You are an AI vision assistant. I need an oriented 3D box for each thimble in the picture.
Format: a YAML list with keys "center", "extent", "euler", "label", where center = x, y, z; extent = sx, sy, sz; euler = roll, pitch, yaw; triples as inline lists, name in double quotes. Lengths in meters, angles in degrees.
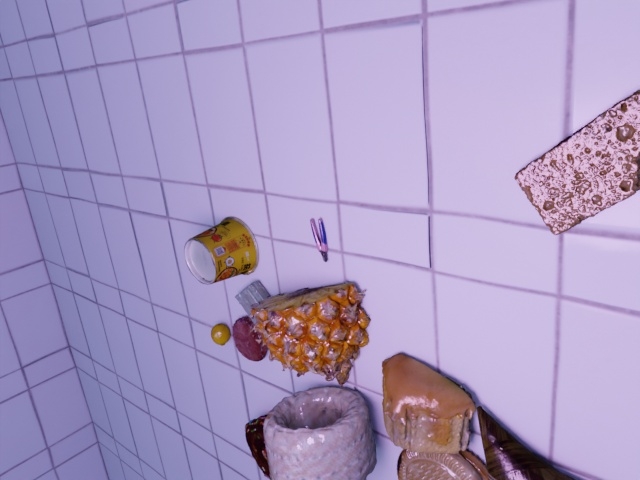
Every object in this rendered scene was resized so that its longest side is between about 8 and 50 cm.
- center: [-0.007, 0.507, 1.355]
  extent: [0.292, 0.292, 0.195]
  euler: [0, 102, 44]
  label: "thimble"

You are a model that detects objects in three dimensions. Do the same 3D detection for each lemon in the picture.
- center: [-0.323, 0.305, 1.723]
  extent: [0.062, 0.062, 0.083]
  euler: [16, 123, 38]
  label: "lemon"

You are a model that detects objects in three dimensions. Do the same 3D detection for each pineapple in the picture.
- center: [-0.035, 0.275, 1.327]
  extent: [0.344, 0.209, 0.286]
  euler: [-14, 98, 45]
  label: "pineapple"

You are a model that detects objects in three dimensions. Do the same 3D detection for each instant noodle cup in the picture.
- center: [-0.287, 0.038, 1.508]
  extent: [0.182, 0.144, 0.182]
  euler: [19, 121, 36]
  label: "instant noodle cup"

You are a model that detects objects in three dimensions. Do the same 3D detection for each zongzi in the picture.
- center: [0.438, 0.449, 1.043]
  extent: [0.248, 0.111, 0.241]
  euler: [-14, 86, 39]
  label: "zongzi"

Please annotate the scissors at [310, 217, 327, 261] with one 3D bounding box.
- center: [0.000, 0.000, 1.311]
  extent: [0.039, 0.012, 0.113]
  euler: [1, 109, 44]
  label: "scissors"

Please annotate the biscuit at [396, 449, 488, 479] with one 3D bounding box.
- center: [0.296, 0.576, 1.241]
  extent: [0.259, 0.079, 0.259]
  euler: [20, 122, 37]
  label: "biscuit"

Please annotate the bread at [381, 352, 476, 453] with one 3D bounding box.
- center: [0.201, 0.377, 1.189]
  extent: [0.252, 0.133, 0.174]
  euler: [24, 124, 41]
  label: "bread"

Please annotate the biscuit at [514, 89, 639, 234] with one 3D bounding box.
- center: [0.432, -0.114, 0.837]
  extent: [0.131, 0.026, 0.237]
  euler: [56, 135, 6]
  label: "biscuit"

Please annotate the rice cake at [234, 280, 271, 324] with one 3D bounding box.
- center: [-0.159, 0.223, 1.546]
  extent: [0.124, 0.038, 0.211]
  euler: [-38, 81, 46]
  label: "rice cake"

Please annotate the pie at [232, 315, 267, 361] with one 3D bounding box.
- center: [-0.215, 0.304, 1.638]
  extent: [0.154, 0.036, 0.154]
  euler: [20, 121, 37]
  label: "pie"

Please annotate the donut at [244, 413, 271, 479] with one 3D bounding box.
- center: [-0.140, 0.654, 1.686]
  extent: [0.235, 0.089, 0.235]
  euler: [20, 121, 38]
  label: "donut"
